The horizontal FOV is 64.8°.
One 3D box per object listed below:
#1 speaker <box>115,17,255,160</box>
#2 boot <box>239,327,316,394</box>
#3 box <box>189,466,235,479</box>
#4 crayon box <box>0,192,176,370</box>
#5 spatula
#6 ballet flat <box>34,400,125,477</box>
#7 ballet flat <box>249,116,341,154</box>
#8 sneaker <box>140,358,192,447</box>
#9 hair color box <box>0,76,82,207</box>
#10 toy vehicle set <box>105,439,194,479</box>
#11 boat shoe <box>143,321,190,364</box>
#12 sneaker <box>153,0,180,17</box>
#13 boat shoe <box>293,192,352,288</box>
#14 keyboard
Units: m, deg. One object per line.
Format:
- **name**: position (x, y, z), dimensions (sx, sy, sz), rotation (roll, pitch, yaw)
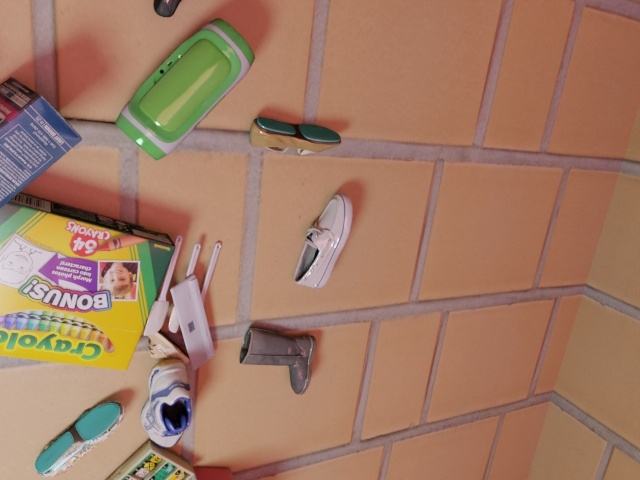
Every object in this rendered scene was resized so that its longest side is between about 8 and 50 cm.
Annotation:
- **speaker**: position (-0.273, -0.307, 1.029), dimensions (0.296, 0.131, 0.131), rotation (-48, 123, -4)
- **boot**: position (-0.122, 0.335, 1.387), dimensions (0.209, 0.076, 0.189), rotation (8, 91, -37)
- **box**: position (-0.291, 0.752, 1.361), dimensions (0.127, 0.232, 0.148), rotation (18, 100, -32)
- **crayon box**: position (-0.536, 0.092, 1.051), dimensions (0.363, 0.106, 0.312), rotation (18, 100, -32)
- **spatula**: position (-0.319, 0.109, 1.197), dimensions (0.168, 0.019, 0.241), rotation (12, 97, -53)
- **ballet flat**: position (-0.566, 0.472, 1.210), dimensions (0.241, 0.091, 0.077), rotation (-35, 152, -8)
- **ballet flat**: position (-0.063, -0.243, 1.210), dimensions (0.233, 0.080, 0.073), rotation (5, 134, -27)
- **sneaker**: position (-0.373, 0.434, 1.233), dimensions (0.112, 0.131, 0.296), rotation (-9, 129, -26)
- **hair color box**: position (-0.602, -0.117, 0.855), dimensions (0.347, 0.174, 0.105), rotation (-48, 139, -16)
- **toy vehicle set**: position (-0.488, 0.663, 1.327), dimensions (0.267, 0.035, 0.166), rotation (-43, 123, -3)
- **boat shoe**: position (-0.387, 0.262, 1.223), dimensions (0.059, 0.063, 0.170), rotation (-44, 124, -14)
- **sneaker**: position (-0.202, -0.539, 0.992), dimensions (0.163, 0.106, 0.281), rotation (24, 96, -36)
- **boat shoe**: position (0.000, 0.000, 1.317), dimensions (0.088, 0.096, 0.267), rotation (9, 113, -35)
- **keyboard**: position (-0.308, 0.204, 1.230), dimensions (0.072, 0.014, 0.255), rotation (-32, 129, -37)
